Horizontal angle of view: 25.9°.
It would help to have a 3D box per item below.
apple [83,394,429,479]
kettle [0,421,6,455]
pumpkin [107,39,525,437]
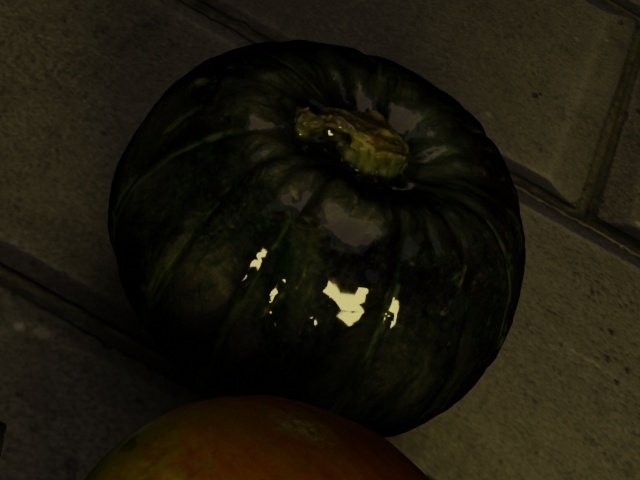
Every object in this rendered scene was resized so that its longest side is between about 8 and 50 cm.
[{"bbox_3d":[-0.038,0.206,0.824,0.246,0.246,0.226,-22,59,-42],"label":"apple"},{"bbox_3d":[-0.296,0.229,0.704,0.324,0.228,0.321,15,69,-20],"label":"kettle"},{"bbox_3d":[0.000,0.000,1.055,0.323,0.241,0.323,20,41,-19],"label":"pumpkin"}]
